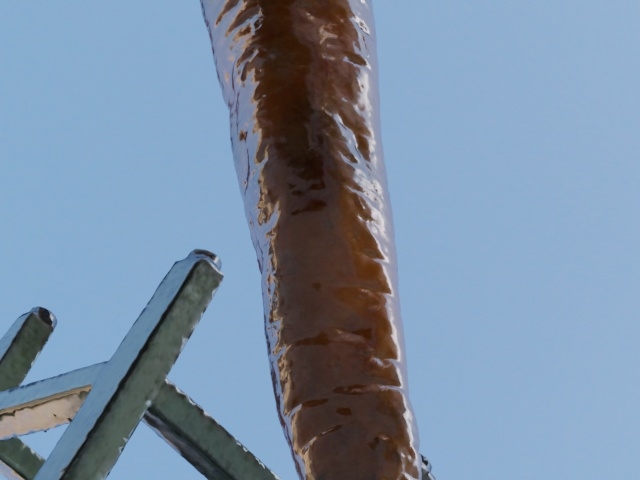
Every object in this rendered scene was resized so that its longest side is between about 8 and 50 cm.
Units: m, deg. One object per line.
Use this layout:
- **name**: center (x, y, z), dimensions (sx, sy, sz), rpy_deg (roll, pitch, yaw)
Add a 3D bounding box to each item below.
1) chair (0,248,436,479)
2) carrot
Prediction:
- **chair**: center (-0.092, 0.153, 0.555), dimensions (0.147, 0.270, 0.136), rpy_deg (45, -36, -22)
- **carrot**: center (0.000, 0.000, 0.459), dimensions (0.057, 0.057, 0.224), rpy_deg (-20, -128, 15)
